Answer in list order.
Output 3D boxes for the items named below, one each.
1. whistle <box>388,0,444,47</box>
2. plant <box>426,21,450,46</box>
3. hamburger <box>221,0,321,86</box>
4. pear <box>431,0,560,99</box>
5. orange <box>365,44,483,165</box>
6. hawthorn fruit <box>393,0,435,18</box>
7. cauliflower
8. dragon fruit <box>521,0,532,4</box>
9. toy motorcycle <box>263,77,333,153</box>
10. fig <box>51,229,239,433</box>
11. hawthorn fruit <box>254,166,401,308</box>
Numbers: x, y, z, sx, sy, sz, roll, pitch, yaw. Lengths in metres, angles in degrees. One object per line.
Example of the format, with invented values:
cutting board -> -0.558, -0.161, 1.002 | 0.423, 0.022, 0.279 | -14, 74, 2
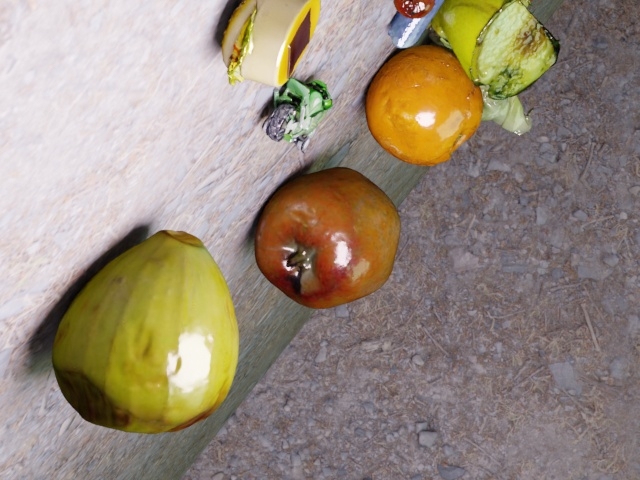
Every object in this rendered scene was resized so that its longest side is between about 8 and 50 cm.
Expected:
whistle -> 0.216, -0.466, 1.510 | 0.304, 0.062, 0.062 | -55, 171, 22
plant -> 0.249, -0.452, 1.773 | 0.122, 0.104, 0.116 | -4, 100, -42
hamburger -> -0.060, -0.230, 0.978 | 0.141, 0.081, 0.126 | -64, 174, -3
pear -> 0.283, -0.408, 1.600 | 0.164, 0.255, 0.238 | -44, 148, 17
orange -> 0.205, -0.266, 1.739 | 0.240, 0.240, 0.240 | -50, 171, -11
hawthorn fruit -> 0.155, -0.401, 1.444 | 0.077, 0.077, 0.077 | -50, 171, -11
cauliflower -> 0.351, -0.376, 1.979 | 0.327, 0.260, 0.281 | -41, 149, -20
dragon fruit -> 0.462, -0.621, 1.862 | 0.317, 0.152, 0.205 | -51, 170, -1
toy motorcycle -> -0.028, -0.195, 1.332 | 0.106, 0.074, 0.190 | -63, 168, 11
fig -> -0.220, 0.116, 1.147 | 0.239, 0.239, 0.271 | 60, 42, -81
hawthorn fruit -> 0.000, 0.000, 1.679 | 0.301, 0.268, 0.268 | -21, 149, -55
